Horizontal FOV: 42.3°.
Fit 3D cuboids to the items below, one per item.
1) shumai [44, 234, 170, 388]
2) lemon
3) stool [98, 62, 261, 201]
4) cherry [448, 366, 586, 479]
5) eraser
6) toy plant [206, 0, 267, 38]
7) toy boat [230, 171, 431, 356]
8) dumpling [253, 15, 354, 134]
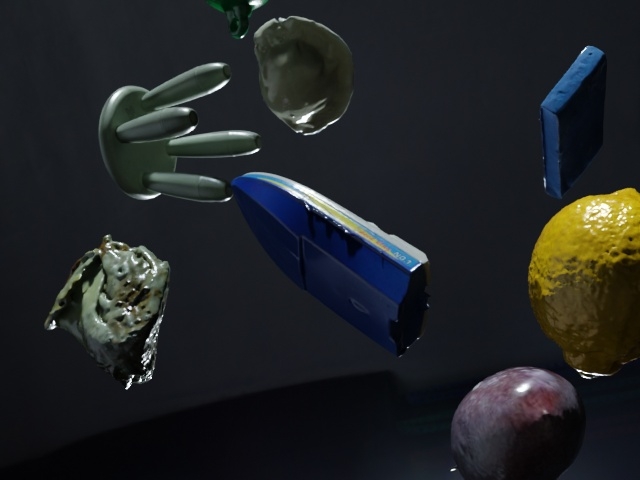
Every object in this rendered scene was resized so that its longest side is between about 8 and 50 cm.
[{"bbox_3d":[-0.261,0.085,1.004,0.184,0.142,0.184,-170,-90,-82],"label":"shumai"},{"bbox_3d":[0.270,0.040,0.789,0.142,0.142,0.187,-32,133,-85],"label":"lemon"},{"bbox_3d":[-0.236,-0.176,1.389,0.195,0.198,0.195,-68,143,-46],"label":"stool"},{"bbox_3d":[0.302,0.290,1.263,0.183,0.213,0.266,45,-24,13],"label":"cherry"},{"bbox_3d":[0.449,-0.197,1.468,0.042,0.144,0.312,35,-11,27],"label":"eraser"},{"bbox_3d":[-0.074,-0.314,0.856,0.105,0.143,0.200,-4,88,-42],"label":"toy plant"},{"bbox_3d":[0.000,0.000,0.921,0.295,0.088,0.129,34,-33,31],"label":"toy boat"},{"bbox_3d":[-0.018,-0.257,1.296,0.181,0.155,0.111,39,38,-53],"label":"dumpling"}]
